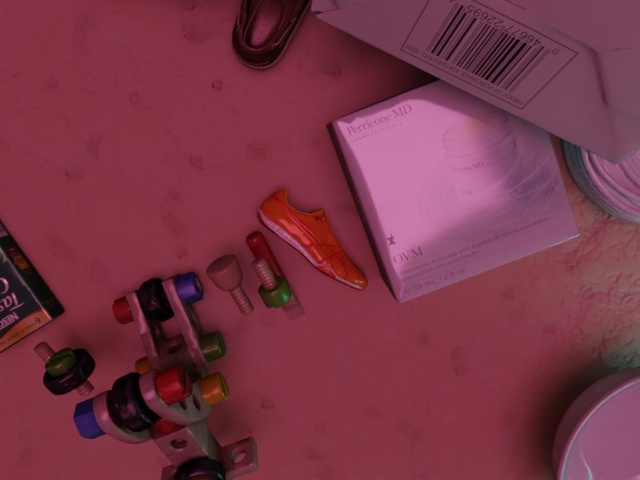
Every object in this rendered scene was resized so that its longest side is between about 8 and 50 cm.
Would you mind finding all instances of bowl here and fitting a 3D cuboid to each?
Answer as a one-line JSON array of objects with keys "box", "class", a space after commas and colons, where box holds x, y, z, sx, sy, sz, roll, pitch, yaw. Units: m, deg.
[{"box": [0.434, 0.288, 0.758, 0.297, 0.134, 0.298, 0, 99, -1], "class": "bowl"}]

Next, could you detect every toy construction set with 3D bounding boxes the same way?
[{"box": [-0.139, 0.170, 0.706, 0.308, 0.257, 0.237, -36, 118, -19], "class": "toy construction set"}]

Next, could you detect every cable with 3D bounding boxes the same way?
[{"box": [0.439, -0.145, 0.711, 0.257, 0.089, 0.257, -18, 99, 2], "class": "cable"}]

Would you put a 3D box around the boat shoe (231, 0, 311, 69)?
[{"box": [-0.033, -0.327, 0.659, 0.095, 0.095, 0.258, 18, 98, -5], "class": "boat shoe"}]

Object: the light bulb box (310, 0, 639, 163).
[{"box": [0.229, -0.333, 0.531, 0.357, 0.225, 0.361, 25, 65, -6], "class": "light bulb box"}]

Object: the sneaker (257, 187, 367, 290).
[{"box": [0.000, 0.000, 0.732, 0.175, 0.064, 0.067, 41, 86, -10], "class": "sneaker"}]

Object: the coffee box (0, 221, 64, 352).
[{"box": [-0.435, 0.051, 0.734, 0.113, 0.040, 0.184, -30, 99, 3], "class": "coffee box"}]

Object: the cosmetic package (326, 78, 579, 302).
[{"box": [0.150, -0.078, 0.687, 0.224, 0.138, 0.225, -21, 98, 1], "class": "cosmetic package"}]
